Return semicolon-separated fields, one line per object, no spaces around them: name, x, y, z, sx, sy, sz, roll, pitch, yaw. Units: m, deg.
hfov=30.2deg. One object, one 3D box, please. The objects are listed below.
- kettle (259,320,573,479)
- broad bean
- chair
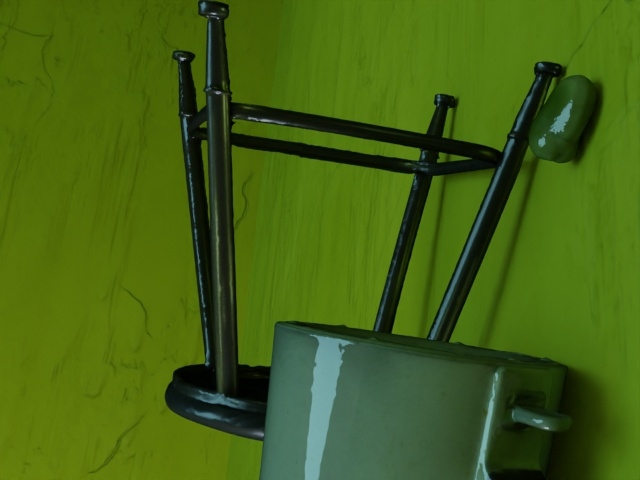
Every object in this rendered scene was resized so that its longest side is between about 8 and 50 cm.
kettle;0.090;0.273;0.964;0.361;0.250;0.377;7;88;50
broad bean;0.222;-0.111;1.079;0.063;0.045;0.083;-123;53;-72
chair;0.000;0.000;1.293;0.364;0.361;0.410;-171;89;-78
